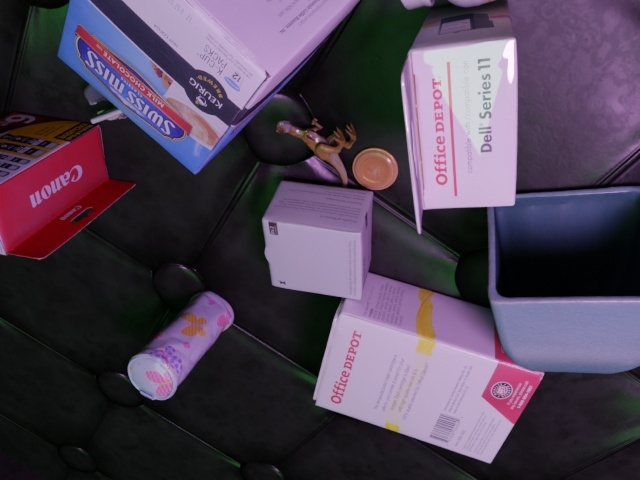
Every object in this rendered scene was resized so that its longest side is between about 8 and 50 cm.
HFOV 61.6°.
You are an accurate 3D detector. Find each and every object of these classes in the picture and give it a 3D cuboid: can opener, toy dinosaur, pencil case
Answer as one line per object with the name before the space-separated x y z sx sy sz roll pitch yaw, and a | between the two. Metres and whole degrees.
can opener | -0.309 -0.279 0.964 0.284 0.076 0.095 -13 118 23
toy dinosaur | 0.015 -0.160 0.962 0.112 0.064 0.211 -23 126 42
pencil case | -0.298 0.221 1.170 0.114 0.273 0.124 35 121 1

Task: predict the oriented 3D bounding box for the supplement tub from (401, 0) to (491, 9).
supplement tub | 0.237 -0.410 0.607 0.325 0.235 0.235 -9 119 22

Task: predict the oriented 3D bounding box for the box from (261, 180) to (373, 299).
box | 0.000 0.000 1.002 0.182 0.119 0.180 9 136 12

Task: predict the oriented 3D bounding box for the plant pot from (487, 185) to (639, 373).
plant pot | 0.412 0.090 0.885 0.248 0.247 0.252 -3 132 19

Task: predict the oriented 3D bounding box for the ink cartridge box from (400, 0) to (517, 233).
ink cartridge box | 0.191 -0.177 0.701 0.119 0.353 0.207 -1 122 18

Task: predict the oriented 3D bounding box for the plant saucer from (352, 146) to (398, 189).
plant saucer | 0.099 -0.129 0.971 0.084 0.013 0.083 8 123 13

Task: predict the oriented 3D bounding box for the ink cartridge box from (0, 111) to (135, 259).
ink cartridge box | -0.548 -0.115 1.002 0.272 0.309 0.130 10 124 10

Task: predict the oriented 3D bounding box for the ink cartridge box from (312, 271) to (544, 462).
ink cartridge box | 0.205 0.252 1.095 0.385 0.160 0.279 17 125 6

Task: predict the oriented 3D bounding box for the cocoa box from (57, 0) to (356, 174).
cocoa box | -0.113 -0.304 0.694 0.231 0.347 0.228 42 142 -12
